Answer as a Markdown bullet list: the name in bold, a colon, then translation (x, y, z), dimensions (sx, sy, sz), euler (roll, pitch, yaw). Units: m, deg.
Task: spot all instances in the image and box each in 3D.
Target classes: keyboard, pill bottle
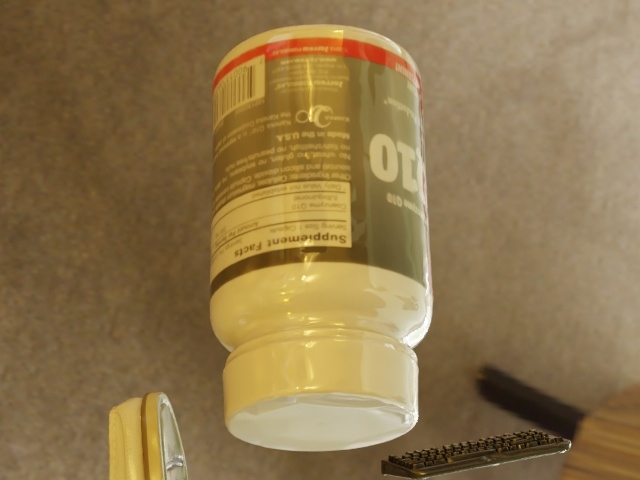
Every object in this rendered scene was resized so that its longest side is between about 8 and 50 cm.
- **keyboard**: translation (0.151, 0.214, 1.601), dimensions (0.180, 0.108, 0.023), euler (-6, 88, -22)
- **pill bottle**: translation (0.000, 0.000, 1.158), dimensions (0.161, 0.161, 0.283), euler (33, 48, -51)

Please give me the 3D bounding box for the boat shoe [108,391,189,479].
- **boat shoe**: translation (-0.154, 0.271, 1.239), dimensions (0.113, 0.103, 0.302), euler (-10, 97, -83)
